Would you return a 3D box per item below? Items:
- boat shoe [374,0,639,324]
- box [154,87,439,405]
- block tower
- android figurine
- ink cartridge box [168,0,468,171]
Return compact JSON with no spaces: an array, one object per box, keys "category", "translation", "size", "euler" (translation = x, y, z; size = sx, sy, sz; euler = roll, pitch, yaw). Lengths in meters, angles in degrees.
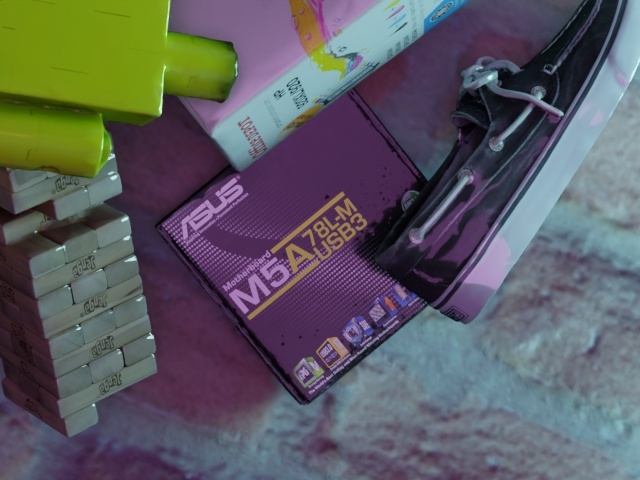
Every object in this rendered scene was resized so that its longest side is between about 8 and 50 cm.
[{"category":"boat shoe","translation":[0.145,-0.090,1.404],"size":[0.105,0.113,0.306],"euler":[34,84,-8]},{"category":"box","translation":[0.000,0.000,1.440],"size":[0.190,0.045,0.184],"euler":[-38,99,-3]},{"category":"block tower","translation":[-0.200,-0.031,1.326],"size":[0.097,0.091,0.335],"euler":[-25,122,-32]},{"category":"android figurine","translation":[-0.183,-0.167,1.183],"size":[0.272,0.056,0.248],"euler":[5,82,-21]},{"category":"ink cartridge box","translation":[-0.028,-0.192,1.340],"size":[0.232,0.171,0.168],"euler":[-37,81,-1]}]
